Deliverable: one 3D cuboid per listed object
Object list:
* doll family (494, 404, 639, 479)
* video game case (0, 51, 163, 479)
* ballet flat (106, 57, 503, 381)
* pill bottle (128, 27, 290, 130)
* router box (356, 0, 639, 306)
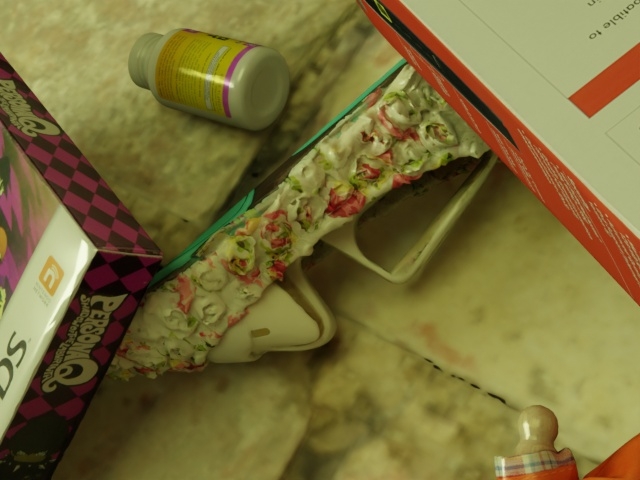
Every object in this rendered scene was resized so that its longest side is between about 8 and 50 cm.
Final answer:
[{"bbox_3d":[0.138,0.169,0.388,0.163,0.118,0.263,-35,72,-2],"label":"doll family"},{"bbox_3d":[-0.185,0.022,0.599,0.232,0.042,0.210,47,117,36],"label":"video game case"},{"bbox_3d":[0.000,0.000,0.553,0.241,0.091,0.077,-40,83,7],"label":"ballet flat"},{"bbox_3d":[-0.060,-0.086,0.647,0.083,0.043,0.043,18,73,32],"label":"pill bottle"},{"bbox_3d":[0.192,-0.130,0.400,0.335,0.082,0.301,-36,42,4],"label":"router box"}]
